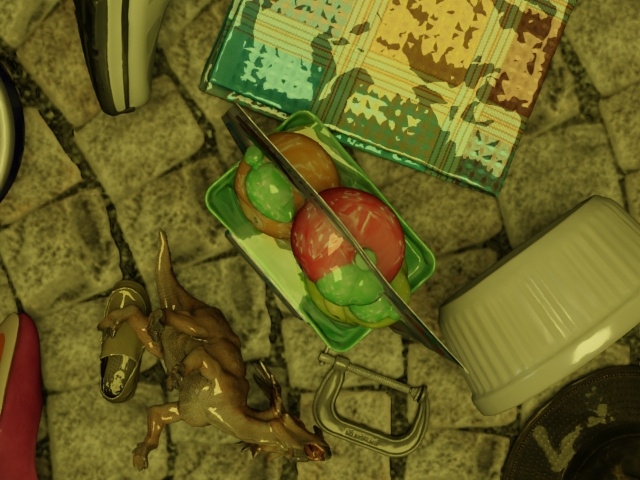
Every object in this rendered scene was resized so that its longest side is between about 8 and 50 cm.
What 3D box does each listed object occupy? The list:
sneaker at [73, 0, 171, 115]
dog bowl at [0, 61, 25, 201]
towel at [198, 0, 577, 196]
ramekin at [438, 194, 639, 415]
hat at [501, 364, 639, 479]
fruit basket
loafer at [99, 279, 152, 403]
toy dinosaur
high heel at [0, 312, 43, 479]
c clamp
[{"bbox_3d":[-0.121,-0.337,1.295,0.257,0.169,0.448,-4,123,-19],"label":"sneaker"},{"bbox_3d":[-0.463,-0.120,1.360,0.264,0.104,0.265,0,97,-2],"label":"dog bowl"},{"bbox_3d":[0.079,-0.232,1.404,0.370,0.040,0.271,20,96,-5],"label":"towel"},{"bbox_3d":[0.250,0.062,1.342,0.273,0.273,0.127,-36,86,2],"label":"ramekin"},{"bbox_3d":[0.378,0.319,1.439,0.331,0.134,0.331,0,98,-2],"label":"hat"},{"bbox_3d":[0.000,0.000,1.271,0.165,0.353,0.327,-40,98,2],"label":"fruit basket"},{"bbox_3d":[-0.226,0.120,1.427,0.056,0.050,0.148,4,97,-3],"label":"loafer"},{"bbox_3d":[-0.123,0.139,1.396,0.127,0.200,0.296,-36,67,39],"label":"toy dinosaur"},{"bbox_3d":[-0.328,0.276,1.437,0.181,0.127,0.377,11,93,-33],"label":"high heel"},{"bbox_3d":[0.062,0.180,1.462,0.160,0.022,0.137,27,95,-5],"label":"c clamp"}]
